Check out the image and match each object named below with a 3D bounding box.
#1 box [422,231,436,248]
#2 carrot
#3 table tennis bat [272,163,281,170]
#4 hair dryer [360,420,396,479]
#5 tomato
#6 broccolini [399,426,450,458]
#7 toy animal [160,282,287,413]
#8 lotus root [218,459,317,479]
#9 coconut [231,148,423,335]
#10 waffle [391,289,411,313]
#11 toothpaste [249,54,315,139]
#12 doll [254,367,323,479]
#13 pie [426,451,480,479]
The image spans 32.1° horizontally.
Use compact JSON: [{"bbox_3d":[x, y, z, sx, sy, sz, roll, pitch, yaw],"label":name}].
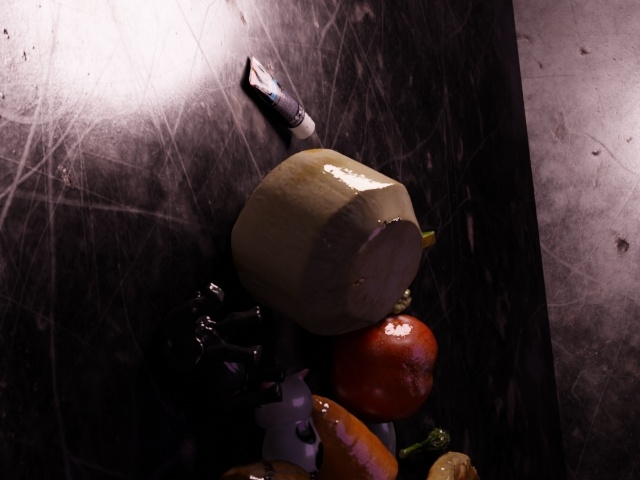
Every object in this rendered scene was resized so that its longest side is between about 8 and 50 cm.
[{"bbox_3d":[0.161,0.014,2.391,0.193,0.121,0.030,-19,101,-65],"label":"box"},{"bbox_3d":[0.025,0.372,1.982,0.225,0.159,0.159,55,35,-27],"label":"carrot"},{"bbox_3d":[-0.016,-0.042,2.065,0.244,0.040,0.153,46,57,-29],"label":"table tennis bat"},{"bbox_3d":[0.082,0.473,2.176,0.237,0.075,0.206,-34,120,-54],"label":"hair dryer"},{"bbox_3d":[0.111,0.240,2.126,0.189,0.232,0.232,19,58,-18],"label":"tomato"},{"bbox_3d":[0.235,0.465,2.513,0.054,0.051,0.239,-56,159,16],"label":"broccolini"},{"bbox_3d":[-0.149,0.170,1.656,0.114,0.146,0.245,-62,139,-61],"label":"toy animal"},{"bbox_3d":[-0.079,0.424,1.693,0.291,0.193,0.193,36,51,-58],"label":"lotus root"},{"bbox_3d":[0.000,0.000,1.881,0.323,0.323,0.322,31,55,-59],"label":"coconut"},{"bbox_3d":[0.074,0.085,2.130,0.054,0.204,0.223,-67,161,13],"label":"waffle"},{"bbox_3d":[-0.078,-0.262,2.065,0.193,0.045,0.071,44,36,-44],"label":"toothpaste"},{"bbox_3d":[-0.055,0.314,1.863,0.110,0.107,0.180,-10,86,-44],"label":"doll"},{"bbox_3d":[0.319,0.657,2.583,0.339,0.083,0.339,28,58,-57],"label":"pie"}]
